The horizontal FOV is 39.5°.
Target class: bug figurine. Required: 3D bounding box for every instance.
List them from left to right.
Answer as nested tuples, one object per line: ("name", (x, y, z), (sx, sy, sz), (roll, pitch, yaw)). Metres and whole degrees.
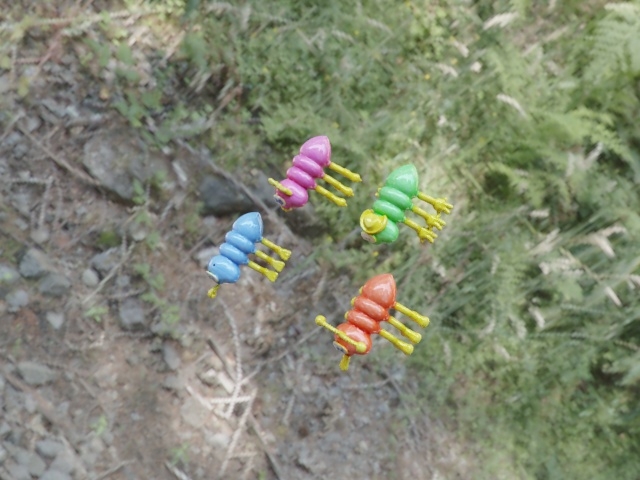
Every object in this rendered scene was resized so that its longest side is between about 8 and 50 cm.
("bug figurine", (0.000, 0.000, 0.934), (0.279, 0.216, 0.072), (24, -7, 36))
